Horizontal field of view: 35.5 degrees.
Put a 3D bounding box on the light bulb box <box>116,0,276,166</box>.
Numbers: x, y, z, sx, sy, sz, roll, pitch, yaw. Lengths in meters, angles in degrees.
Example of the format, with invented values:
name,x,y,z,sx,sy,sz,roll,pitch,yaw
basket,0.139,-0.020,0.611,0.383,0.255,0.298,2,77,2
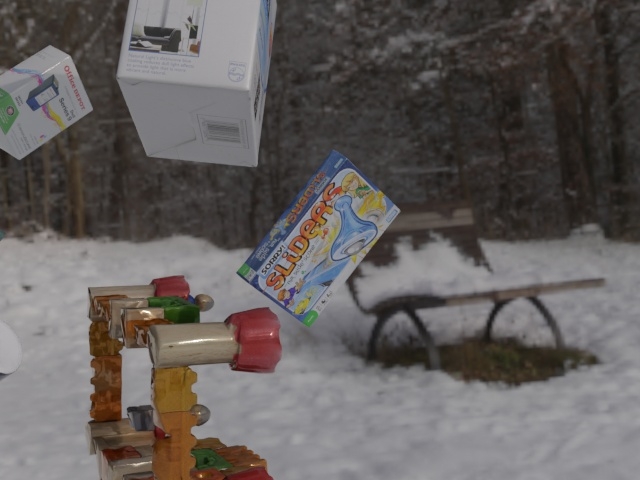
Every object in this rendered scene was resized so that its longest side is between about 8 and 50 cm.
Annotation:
name,x,y,z,sx,sy,sz,roll,pitch,yaw
light bulb box,-0.207,-0.368,1.801,0.225,0.360,0.358,6,-16,0

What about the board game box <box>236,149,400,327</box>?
name,x,y,z,sx,sy,sz,roll,pitch,yaw
board game box,0.000,0.000,1.302,0.136,0.201,0.035,39,-3,-43

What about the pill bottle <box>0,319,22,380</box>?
name,x,y,z,sx,sy,sz,roll,pitch,yaw
pill bottle,-0.721,0.258,1.990,0.246,0.130,0.130,-32,-12,23

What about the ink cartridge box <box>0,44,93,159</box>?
name,x,y,z,sx,sy,sz,roll,pitch,yaw
ink cartridge box,-0.627,-0.304,2.195,0.093,0.154,0.212,28,57,35

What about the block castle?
name,x,y,z,sx,sy,sz,roll,pitch,yaw
block castle,-0.187,0.221,1.425,0.213,0.302,0.453,-1,5,-25

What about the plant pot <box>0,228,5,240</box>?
name,x,y,z,sx,sy,sz,roll,pitch,yaw
plant pot,-0.648,-0.004,1.439,0.293,0.235,0.293,-36,15,11
